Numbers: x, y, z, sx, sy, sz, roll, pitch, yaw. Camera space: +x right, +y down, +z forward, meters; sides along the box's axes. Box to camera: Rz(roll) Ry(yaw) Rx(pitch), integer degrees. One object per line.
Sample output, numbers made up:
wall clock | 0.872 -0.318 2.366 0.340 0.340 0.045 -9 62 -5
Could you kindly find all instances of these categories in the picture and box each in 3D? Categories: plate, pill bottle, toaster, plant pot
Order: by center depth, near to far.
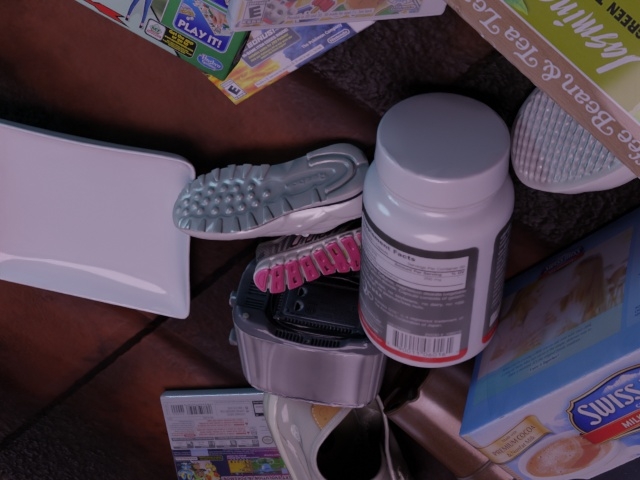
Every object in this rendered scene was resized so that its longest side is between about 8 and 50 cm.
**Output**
pill bottle | 0.123 -0.011 1.737 0.161 0.161 0.283 9 137 8
plate | -0.281 -0.034 1.922 0.278 0.045 0.277 12 139 4
toaster | 0.003 0.112 1.935 0.227 0.129 0.146 9 142 4
plant pot | 0.177 0.203 1.963 0.165 0.167 0.167 37 135 -10

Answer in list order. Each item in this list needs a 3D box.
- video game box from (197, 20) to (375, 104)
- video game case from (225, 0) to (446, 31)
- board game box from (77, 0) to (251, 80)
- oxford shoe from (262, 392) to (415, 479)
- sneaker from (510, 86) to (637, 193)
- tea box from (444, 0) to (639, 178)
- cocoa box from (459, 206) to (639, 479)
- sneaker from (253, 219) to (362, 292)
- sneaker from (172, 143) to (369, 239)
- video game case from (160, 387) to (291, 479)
video game box | -0.074 -0.248 1.630 0.205 0.048 0.187 -27 120 37
video game case | 0.039 -0.280 1.491 0.227 0.026 0.206 -8 143 -22
board game box | -0.190 -0.313 1.549 0.317 0.046 0.213 28 133 0
oxford shoe | 0.061 0.330 2.109 0.130 0.169 0.449 18 144 43
sneaker | 0.349 -0.120 1.581 0.150 0.135 0.366 12 161 -37
tea box | 0.320 -0.237 1.281 0.329 0.220 0.323 42 123 3
cocoa box | 0.359 0.127 1.760 0.228 0.231 0.347 38 134 -21
sneaker | 0.000 0.000 1.863 0.170 0.074 0.063 -19 138 3
sneaker | -0.048 -0.035 1.807 0.235 0.090 0.095 -9 153 12
video game case | -0.104 0.284 2.170 0.201 0.023 0.183 -4 108 20
